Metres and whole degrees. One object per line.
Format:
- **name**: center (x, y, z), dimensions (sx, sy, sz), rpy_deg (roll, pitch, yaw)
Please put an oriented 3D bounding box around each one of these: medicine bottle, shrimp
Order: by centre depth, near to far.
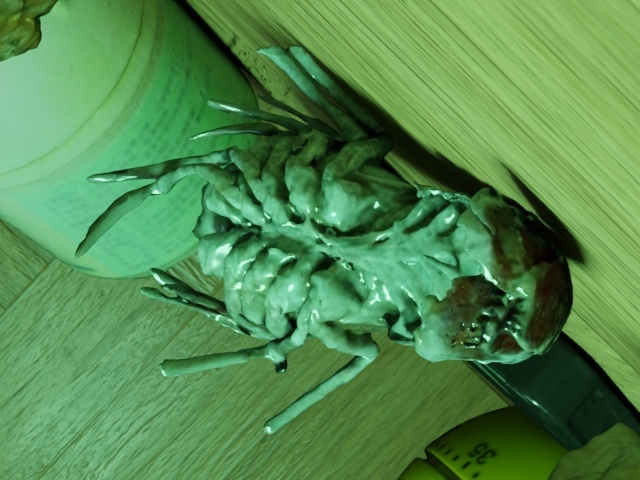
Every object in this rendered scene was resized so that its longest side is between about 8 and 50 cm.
- **shrimp**: center (0.000, 0.004, 0.900), dimensions (0.166, 0.221, 0.410), rpy_deg (9, -177, -41)
- **medicine bottle**: center (-0.237, -0.153, 1.257), dimensions (0.236, 0.236, 0.406), rpy_deg (42, 179, 37)

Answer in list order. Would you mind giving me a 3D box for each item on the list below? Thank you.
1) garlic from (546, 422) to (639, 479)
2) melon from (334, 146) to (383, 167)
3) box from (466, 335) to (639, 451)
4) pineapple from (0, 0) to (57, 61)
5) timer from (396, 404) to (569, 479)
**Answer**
- **garlic**: center (0.273, 0.242, 0.853), dimensions (0.340, 0.231, 0.246), rpy_deg (25, 125, 26)
- **melon**: center (0.000, 0.000, 1.136), dimensions (0.139, 0.139, 0.192), rpy_deg (43, -177, 13)
- **box**: center (0.122, 0.064, 1.288), dimensions (0.350, 0.058, 0.211), rpy_deg (41, 176, 44)
- **pineapple**: center (-0.234, -0.215, 0.715), dimensions (0.202, 0.202, 0.362), rpy_deg (43, 168, 18)
- **timer**: center (0.170, 0.339, 1.416), dimensions (0.376, 0.387, 0.376), rpy_deg (45, 176, 4)
